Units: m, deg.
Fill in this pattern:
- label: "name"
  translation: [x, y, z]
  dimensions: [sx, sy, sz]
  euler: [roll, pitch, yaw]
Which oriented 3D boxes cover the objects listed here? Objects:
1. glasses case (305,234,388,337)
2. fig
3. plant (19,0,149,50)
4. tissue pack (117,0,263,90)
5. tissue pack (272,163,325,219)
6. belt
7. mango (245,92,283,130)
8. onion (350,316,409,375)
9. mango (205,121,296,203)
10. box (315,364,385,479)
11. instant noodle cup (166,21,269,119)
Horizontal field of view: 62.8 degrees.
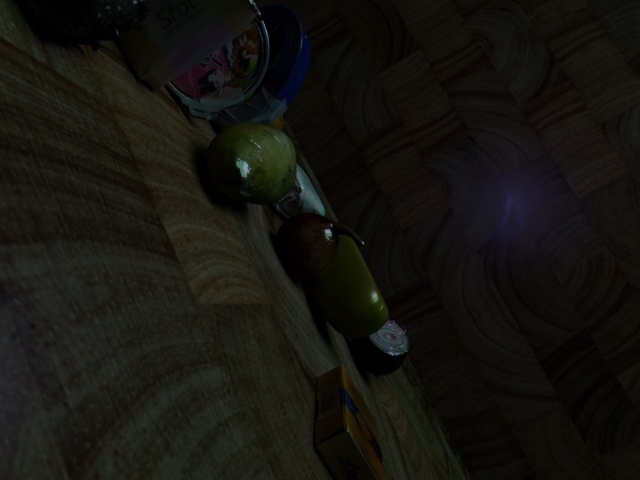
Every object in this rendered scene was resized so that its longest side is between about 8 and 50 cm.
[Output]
- label: "glasses case"
  translation: [0.051, 0.108, 1.450]
  dimensions: [0.141, 0.173, 0.371]
  euler: [58, 6, -33]
- label: "fig"
  translation: [-0.006, -0.004, 1.357]
  dimensions: [0.175, 0.207, 0.175]
  euler: [52, 15, -20]
- label: "plant"
  translation: [-0.326, -0.350, 0.739]
  dimensions: [0.143, 0.131, 0.203]
  euler: [59, 17, -12]
- label: "tissue pack"
  translation: [-0.268, -0.443, 0.984]
  dimensions: [0.215, 0.256, 0.123]
  euler: [60, 10, 1]
- label: "tissue pack"
  translation: [-0.096, -0.165, 1.665]
  dimensions: [0.202, 0.124, 0.271]
  euler: [60, 7, 18]
- label: "belt"
  translation: [-0.164, -0.443, 1.391]
  dimensions: [0.212, 0.347, 0.117]
  euler: [36, 4, 9]
- label: "mango"
  translation: [-0.212, -0.414, 1.677]
  dimensions: [0.191, 0.159, 0.290]
  euler: [49, 7, -20]
- label: "onion"
  translation: [0.155, 0.316, 1.604]
  dimensions: [0.217, 0.140, 0.195]
  euler: [20, 37, -3]
- label: "mango"
  translation: [-0.159, -0.167, 1.159]
  dimensions: [0.176, 0.176, 0.329]
  euler: [32, 22, 17]
- label: "box"
  translation: [0.054, 0.357, 0.981]
  dimensions: [0.152, 0.070, 0.237]
  euler: [60, 9, -12]
- label: "instant noodle cup"
  translation: [-0.262, -0.443, 1.199]
  dimensions: [0.258, 0.303, 0.181]
  euler: [21, 12, -27]
